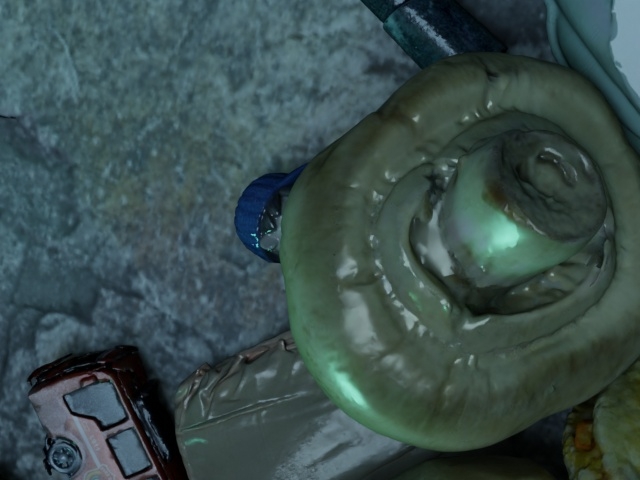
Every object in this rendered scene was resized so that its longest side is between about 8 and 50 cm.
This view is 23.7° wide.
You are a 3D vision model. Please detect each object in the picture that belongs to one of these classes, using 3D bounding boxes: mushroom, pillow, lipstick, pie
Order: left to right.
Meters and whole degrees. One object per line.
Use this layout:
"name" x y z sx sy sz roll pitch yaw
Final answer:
"pillow" 0.017 0.139 1.128 0.270 0.067 0.173 -24 90 19
"lipstick" 0.027 -0.193 1.059 0.234 0.053 0.053 44 110 5
"mushroom" 0.107 0.002 0.939 0.254 0.234 0.260 12 80 -14
"pie" 0.253 0.152 0.997 0.179 0.205 0.084 52 136 16

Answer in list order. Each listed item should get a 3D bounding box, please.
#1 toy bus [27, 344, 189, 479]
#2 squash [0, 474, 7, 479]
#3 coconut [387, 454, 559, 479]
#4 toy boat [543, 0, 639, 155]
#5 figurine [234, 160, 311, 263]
"toy bus" -0.144 0.194 1.192 0.096 0.073 0.235 -22 96 10
"squash" -0.264 0.233 1.225 0.318 0.080 0.071 39 110 4
"coconut" 0.105 0.305 1.016 0.352 0.352 0.352 4 103 15
"toy boat" 0.253 -0.125 0.985 0.199 0.100 0.290 -25 93 20
"figurine" -0.004 0.007 1.094 0.136 0.077 0.079 56 131 19
